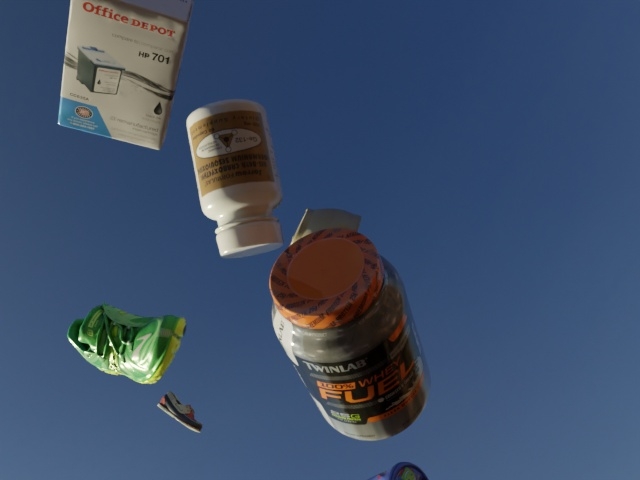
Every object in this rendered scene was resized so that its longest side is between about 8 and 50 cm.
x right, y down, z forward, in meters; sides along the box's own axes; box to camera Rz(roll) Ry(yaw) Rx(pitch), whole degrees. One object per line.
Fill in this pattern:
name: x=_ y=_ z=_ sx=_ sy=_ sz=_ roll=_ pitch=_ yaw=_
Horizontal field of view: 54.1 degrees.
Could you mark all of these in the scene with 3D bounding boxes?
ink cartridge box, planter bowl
ink cartridge box: x=-0.254 y=-0.231 z=0.812 sx=0.139 sy=0.082 sz=0.191 roll=12 pitch=-51 yaw=-15
planter bowl: x=0.000 y=0.000 z=1.282 sx=0.109 sy=0.162 sz=0.162 roll=25 pitch=-73 yaw=-3

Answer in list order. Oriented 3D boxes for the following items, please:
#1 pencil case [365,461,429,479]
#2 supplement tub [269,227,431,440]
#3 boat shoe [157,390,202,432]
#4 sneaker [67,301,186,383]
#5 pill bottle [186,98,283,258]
pencil case: x=0.092 y=0.536 z=1.211 sx=0.119 sy=0.133 sz=0.306 roll=-15 pitch=-22 yaw=-49
supplement tub: x=0.047 y=0.142 z=0.925 sx=0.193 sy=0.193 sz=0.316 roll=-33 pitch=-46 yaw=-10
boat shoe: x=-0.303 y=0.377 z=1.378 sx=0.043 sy=0.137 sz=0.049 roll=-52 pitch=-41 yaw=-22
sneaker: x=-0.329 y=0.167 z=1.029 sx=0.123 sy=0.295 sz=0.110 roll=38 pitch=-125 yaw=-34
pill bottle: x=-0.130 y=-0.094 z=0.994 sx=0.131 sy=0.131 sz=0.229 roll=-7 pitch=-100 yaw=-29
